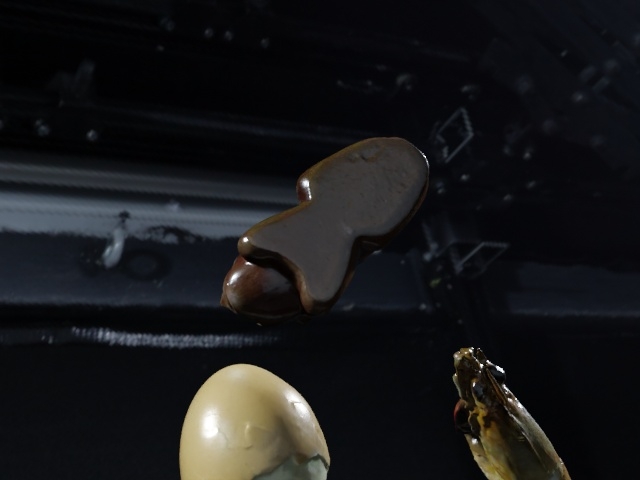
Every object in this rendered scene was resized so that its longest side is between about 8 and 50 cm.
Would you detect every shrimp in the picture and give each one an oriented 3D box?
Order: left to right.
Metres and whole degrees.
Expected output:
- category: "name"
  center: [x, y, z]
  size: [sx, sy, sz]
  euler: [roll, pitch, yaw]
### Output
- category: "shrimp"
  center: [0.184, 0.200, 1.002]
  size: [0.063, 0.152, 0.287]
  euler: [-39, -59, -13]

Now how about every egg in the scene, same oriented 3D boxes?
- category: "egg"
  center: [-0.094, 0.288, 1.292]
  size: [0.201, 0.201, 0.244]
  euler: [-4, -113, -33]

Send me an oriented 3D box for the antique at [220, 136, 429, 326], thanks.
- category: "antique"
  center: [0.000, 0.000, 1.033]
  size: [0.121, 0.143, 0.257]
  euler: [43, -118, 4]
